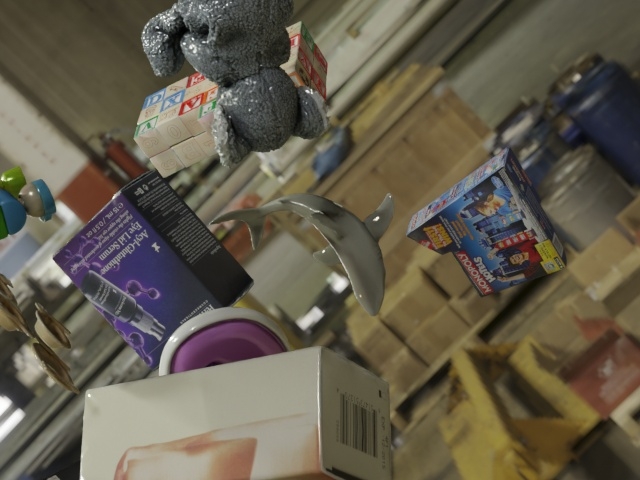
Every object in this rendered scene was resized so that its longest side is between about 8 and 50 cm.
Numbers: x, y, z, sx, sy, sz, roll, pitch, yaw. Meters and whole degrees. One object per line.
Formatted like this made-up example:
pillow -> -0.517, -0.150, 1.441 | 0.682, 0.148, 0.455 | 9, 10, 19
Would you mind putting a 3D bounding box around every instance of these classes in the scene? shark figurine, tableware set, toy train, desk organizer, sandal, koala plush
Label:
shark figurine -> -0.012, -0.025, 1.635 | 0.116, 0.278, 0.166 | 11, -75, -63
tableware set -> -0.305, 0.085, 1.195 | 0.020, 0.141, 0.168 | -40, 29, -2
toy train -> -0.482, -0.068, 1.621 | 0.143, 0.105, 0.248 | -22, 31, -26
desk organizer -> -0.421, 0.415, 1.931 | 0.130, 0.047, 0.050 | -24, -41, -47
sandal -> -0.088, 0.234, 1.463 | 0.169, 0.102, 0.416 | -28, -39, -14
koala plush -> -0.096, -0.213, 1.483 | 0.196, 0.221, 0.203 | -18, 2, -27

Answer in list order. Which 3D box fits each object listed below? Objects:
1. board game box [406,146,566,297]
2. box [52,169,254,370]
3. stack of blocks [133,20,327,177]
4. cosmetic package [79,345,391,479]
board game box -> 0.239, -0.017, 1.708 | 0.194, 0.194, 0.060 | -21, 25, 30
box -> -0.217, 0.039, 1.501 | 0.153, 0.207, 0.108 | -41, 2, 26
stack of blocks -> -0.140, -0.209, 1.781 | 0.297, 0.087, 0.171 | -23, 32, 19
cosmetic package -> -0.089, 0.210, 1.187 | 0.296, 0.153, 0.129 | -14, 63, 29
